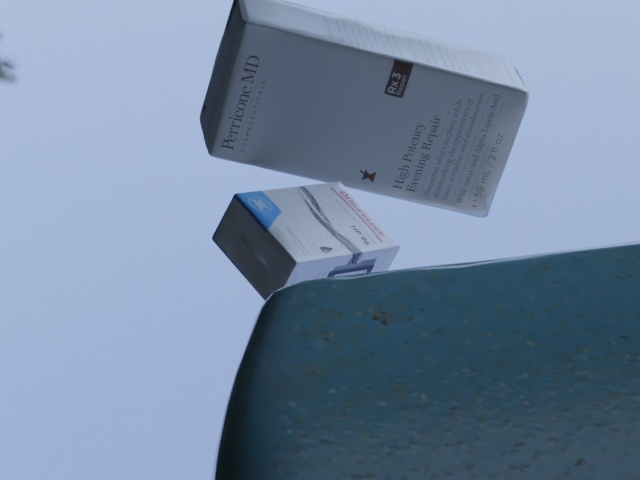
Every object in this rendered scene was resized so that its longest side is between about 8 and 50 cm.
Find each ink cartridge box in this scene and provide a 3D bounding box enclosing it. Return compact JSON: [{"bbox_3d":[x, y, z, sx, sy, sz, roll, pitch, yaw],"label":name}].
[{"bbox_3d":[0.000,0.000,0.857,0.048,0.083,0.028,48,-54,29],"label":"ink cartridge box"}]

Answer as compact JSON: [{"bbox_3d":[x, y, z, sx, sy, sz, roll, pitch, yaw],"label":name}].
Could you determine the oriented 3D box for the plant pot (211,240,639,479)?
[{"bbox_3d":[0.070,0.142,0.540,0.247,0.248,0.252,-7,-128,-14],"label":"plant pot"}]

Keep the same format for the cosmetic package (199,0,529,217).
[{"bbox_3d":[0.032,-0.105,1.492,0.085,0.231,0.117,-107,-149,-63],"label":"cosmetic package"}]
